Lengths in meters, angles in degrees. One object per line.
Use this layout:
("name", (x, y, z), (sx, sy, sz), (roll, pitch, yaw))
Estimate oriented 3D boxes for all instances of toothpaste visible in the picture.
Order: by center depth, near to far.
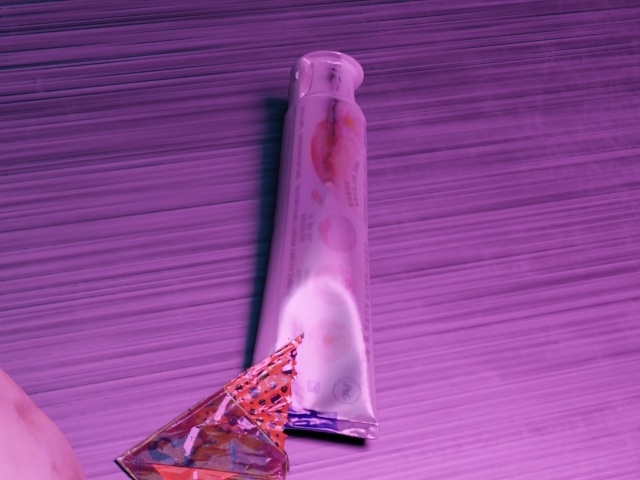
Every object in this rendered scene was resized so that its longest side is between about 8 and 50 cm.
("toothpaste", (0.000, 0.000, 1.348), (0.100, 0.066, 0.323), (9, 56, -10))

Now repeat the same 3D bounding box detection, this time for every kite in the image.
("kite", (-0.078, 0.155, 1.223), (0.125, 0.008, 0.222), (7, 59, -4))

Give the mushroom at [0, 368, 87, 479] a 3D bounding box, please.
("mushroom", (-0.300, 0.209, 0.931), (0.353, 0.353, 0.325), (2, 68, -16))
